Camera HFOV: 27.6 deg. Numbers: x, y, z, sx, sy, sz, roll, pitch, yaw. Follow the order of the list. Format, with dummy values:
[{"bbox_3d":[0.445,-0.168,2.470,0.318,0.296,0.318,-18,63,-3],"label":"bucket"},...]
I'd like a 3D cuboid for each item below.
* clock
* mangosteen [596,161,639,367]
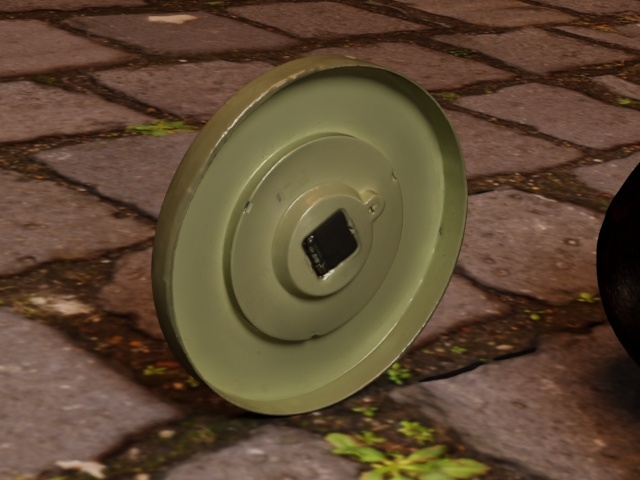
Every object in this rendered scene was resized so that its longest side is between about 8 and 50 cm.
[{"bbox_3d":[0.000,0.000,0.817,0.235,0.235,0.029,-11,25,-38],"label":"clock"},{"bbox_3d":[0.303,0.036,0.869,0.228,0.228,0.265,2,52,-11],"label":"mangosteen"}]
